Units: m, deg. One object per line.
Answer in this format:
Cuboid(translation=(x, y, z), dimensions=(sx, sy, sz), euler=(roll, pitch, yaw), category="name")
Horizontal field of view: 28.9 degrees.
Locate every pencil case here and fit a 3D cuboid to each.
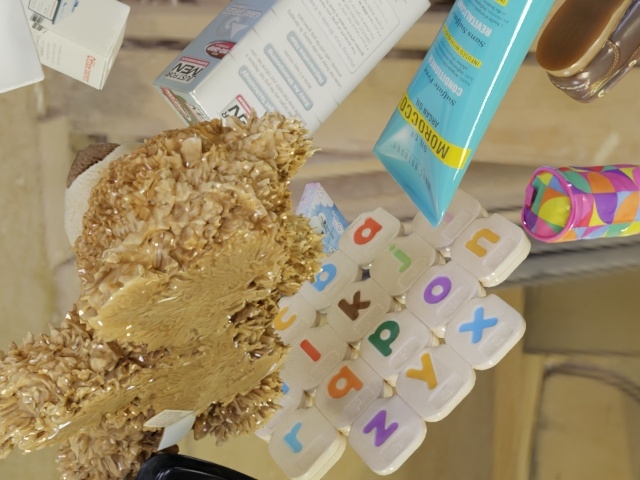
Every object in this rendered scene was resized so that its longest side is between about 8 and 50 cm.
Cuboid(translation=(0.361, -0.051, 1.576), dimensions=(0.236, 0.104, 0.104), euler=(-4, 101, -38), category="pencil case")

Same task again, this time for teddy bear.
Cuboid(translation=(-0.096, 0.045, 0.726), dimensions=(0.245, 0.113, 0.338), euler=(-32, 157, -6), category="teddy bear")

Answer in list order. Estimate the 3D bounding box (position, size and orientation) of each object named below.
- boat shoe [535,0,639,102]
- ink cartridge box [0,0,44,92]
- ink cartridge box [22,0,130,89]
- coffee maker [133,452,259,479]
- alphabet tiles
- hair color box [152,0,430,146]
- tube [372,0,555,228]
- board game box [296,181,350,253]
Cuboid(translation=(0.257, -0.204, 0.998), dimensions=(0.207, 0.073, 0.073), euler=(-49, 135, 9), category="boat shoe")
Cuboid(translation=(-0.425, -0.226, 1.097), dimensions=(0.296, 0.066, 0.261), euler=(-24, 106, -30), category="ink cartridge box")
Cuboid(translation=(-0.347, -0.281, 1.575), dimensions=(0.139, 0.191, 0.082), euler=(143, -30, -72), category="ink cartridge box")
Cuboid(translation=(-0.100, 0.219, 0.795), dimensions=(0.178, 0.120, 0.171), euler=(-62, -146, 37), category="coffee maker")
Cuboid(translation=(0.053, 0.078, 1.076), dimensions=(0.284, 0.278, 0.021), euler=(-47, 123, -2), category="alphabet tiles")
Cuboid(translation=(-0.034, -0.275, 1.728), dimensions=(0.374, 0.114, 0.185), euler=(-49, 126, -15), category="hair color box")
Cuboid(translation=(0.094, -0.108, 0.798), dimensions=(0.052, 0.080, 0.207), euler=(-6, 139, -33), category="tube")
Cuboid(translation=(0.000, 0.000, 1.341), dimensions=(0.090, 0.020, 0.090), euler=(52, 43, -38), category="board game box")
